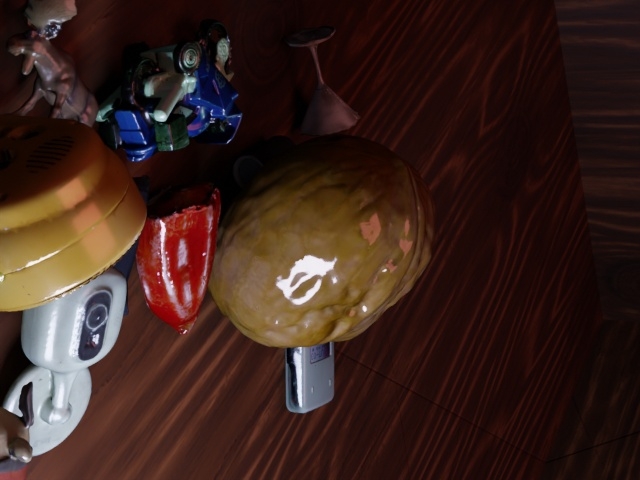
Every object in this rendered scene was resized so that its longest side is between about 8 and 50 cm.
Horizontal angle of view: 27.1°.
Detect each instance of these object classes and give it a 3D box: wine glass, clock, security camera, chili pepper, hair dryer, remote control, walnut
[{"bbox_3d":[-0.002,-0.292,2.432,0.122,0.122,0.183,-49,132,-49],"label":"wine glass"},{"bbox_3d":[-0.364,-0.035,1.555,0.244,0.317,0.200,-58,135,-41],"label":"clock"},{"bbox_3d":[-0.345,0.168,1.794,0.157,0.080,0.301,-14,125,-53],"label":"security camera"},{"bbox_3d":[-0.223,0.040,2.064,0.144,0.136,0.252,-100,-169,-67],"label":"chili pepper"},{"bbox_3d":[-0.090,-0.054,2.360,0.128,0.070,0.255,-43,138,-53],"label":"hair dryer"},{"bbox_3d":[-0.022,0.170,2.511,0.140,0.056,0.296,-15,105,-63],"label":"remote control"},{"bbox_3d":[0.000,0.000,2.169,0.308,0.398,0.354,52,21,11],"label":"walnut"}]

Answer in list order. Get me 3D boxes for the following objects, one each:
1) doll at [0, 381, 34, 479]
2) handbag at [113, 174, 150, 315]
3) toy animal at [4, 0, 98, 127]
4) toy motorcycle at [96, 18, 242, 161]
[{"bbox_3d":[-0.427,0.339,1.634,0.235,0.174,0.330,-2,94,-69],"label":"doll"},{"bbox_3d":[-0.330,-0.003,1.868,0.254,0.089,0.211,10,90,-61],"label":"handbag"},{"bbox_3d":[-0.362,-0.228,1.788,0.214,0.094,0.186,59,47,-58],"label":"toy animal"},{"bbox_3d":[-0.212,-0.217,2.035,0.331,0.125,0.196,-45,131,-57],"label":"toy motorcycle"}]
